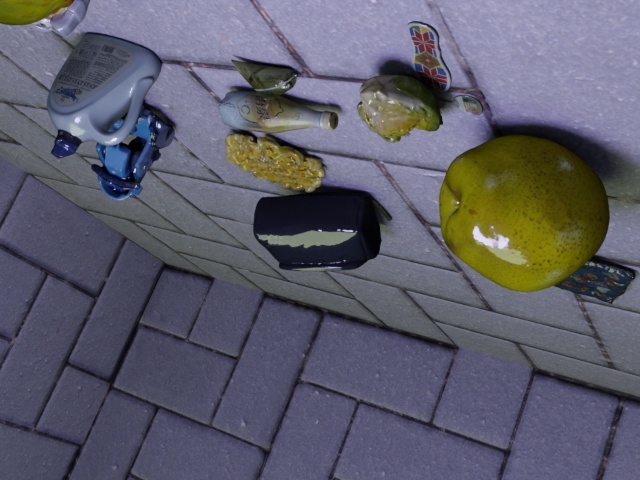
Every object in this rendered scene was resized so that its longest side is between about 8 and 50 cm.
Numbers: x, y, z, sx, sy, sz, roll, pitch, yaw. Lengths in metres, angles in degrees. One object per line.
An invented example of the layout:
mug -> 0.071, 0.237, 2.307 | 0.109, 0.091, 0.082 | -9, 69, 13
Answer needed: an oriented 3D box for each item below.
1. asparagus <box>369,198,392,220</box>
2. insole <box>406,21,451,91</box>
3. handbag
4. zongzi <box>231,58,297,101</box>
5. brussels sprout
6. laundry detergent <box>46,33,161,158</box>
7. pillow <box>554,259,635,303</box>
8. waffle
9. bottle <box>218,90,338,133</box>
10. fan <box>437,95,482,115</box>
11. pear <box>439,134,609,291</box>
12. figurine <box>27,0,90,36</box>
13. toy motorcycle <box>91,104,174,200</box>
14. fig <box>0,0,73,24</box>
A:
asparagus -> 0.156, -0.079, 2.067 | 0.015, 0.014, 0.114 | -7, 151, 27
insole -> 0.175, -0.294, 1.304 | 0.065, 0.006, 0.193 | 16, 164, 21
handbag -> -0.001, 0.002, 2.096 | 0.302, 0.178, 0.275 | -2, 149, 16
zongzi -> -0.109, -0.324, 1.544 | 0.113, 0.052, 0.104 | 42, 151, -19
brussels sprout -> 0.138, -0.234, 1.388 | 0.139, 0.100, 0.181 | 6, 157, 38
laundry detergent -> -0.478, -0.293, 1.717 | 0.215, 0.280, 0.105 | 17, 163, 17
pillow -> 0.635, 0.090, 1.926 | 0.189, 0.034, 0.255 | 19, 165, 13
waffle -> -0.117, -0.193, 1.986 | 0.261, 0.056, 0.250 | 21, 167, -11
bottle -> -0.086, -0.258, 1.655 | 0.270, 0.083, 0.083 | 13, 163, 31
fan -> 0.246, -0.240, 1.396 | 0.080, 0.003, 0.060 | 23, 165, -2
pear -> 0.356, -0.049, 1.409 | 0.294, 0.294, 0.294 | 21, 165, 6
figurine -> -0.504, -0.469, 1.437 | 0.176, 0.133, 0.236 | 20, 162, 18
toy motorcycle -> -0.493, -0.239, 2.024 | 0.172, 0.232, 0.416 | 24, 165, 6
fig -> -0.478, -0.475, 1.162 | 0.326, 0.258, 0.258 | 44, 157, -24
